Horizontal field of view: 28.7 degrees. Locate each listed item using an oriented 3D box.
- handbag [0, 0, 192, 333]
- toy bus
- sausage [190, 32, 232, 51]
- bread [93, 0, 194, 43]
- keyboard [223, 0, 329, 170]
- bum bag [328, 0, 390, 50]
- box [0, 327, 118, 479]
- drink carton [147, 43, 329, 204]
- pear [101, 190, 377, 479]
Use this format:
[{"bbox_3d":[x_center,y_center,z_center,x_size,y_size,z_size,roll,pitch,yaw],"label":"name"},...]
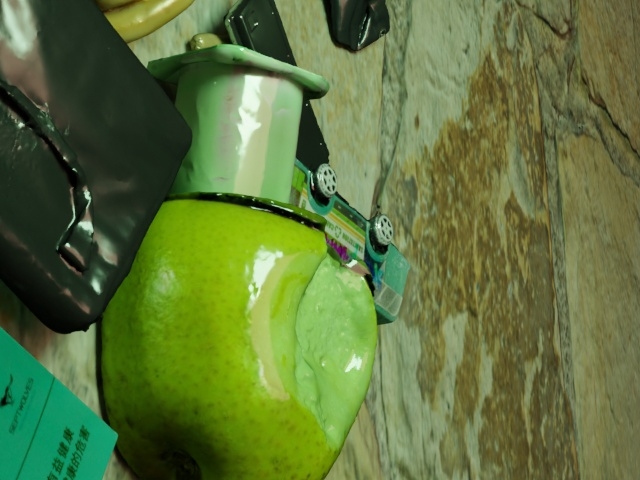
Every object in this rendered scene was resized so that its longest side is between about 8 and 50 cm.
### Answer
[{"bbox_3d":[-0.225,-0.093,0.956,0.275,0.088,0.244,57,37,-35],"label":"handbag"},{"bbox_3d":[0.000,0.000,1.306,0.262,0.091,0.109,37,56,-46],"label":"toy bus"},{"bbox_3d":[-0.093,-0.199,1.277,0.132,0.024,0.024,-11,89,-60],"label":"sausage"},{"bbox_3d":[-0.200,-0.321,1.044,0.311,0.121,0.173,60,35,-25],"label":"bread"},{"bbox_3d":[-0.044,-0.153,1.313,0.093,0.025,0.230,-60,139,-45],"label":"keyboard"},{"bbox_3d":[0.030,-0.355,1.508,0.123,0.060,0.248,-41,116,-58],"label":"bum bag"},{"bbox_3d":[-0.243,0.144,0.879,0.226,0.042,0.161,52,38,-38],"label":"box"},{"bbox_3d":[-0.079,-0.086,1.148,0.144,0.146,0.142,13,78,-40],"label":"drink carton"},{"bbox_3d":[-0.062,0.117,1.084,0.292,0.159,0.292,19,68,-57],"label":"pear"}]
